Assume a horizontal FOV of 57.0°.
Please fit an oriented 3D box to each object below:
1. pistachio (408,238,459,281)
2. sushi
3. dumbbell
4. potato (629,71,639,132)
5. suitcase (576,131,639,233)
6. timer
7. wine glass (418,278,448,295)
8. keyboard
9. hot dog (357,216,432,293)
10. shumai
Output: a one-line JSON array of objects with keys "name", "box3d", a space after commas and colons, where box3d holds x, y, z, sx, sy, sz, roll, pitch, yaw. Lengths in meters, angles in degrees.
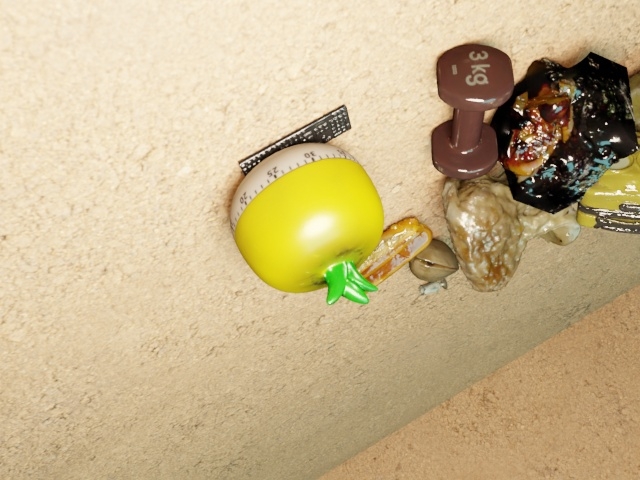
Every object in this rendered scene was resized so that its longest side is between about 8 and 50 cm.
[{"name": "pistachio", "box3d": [0.276, 0.053, 1.464, 0.185, 0.126, 0.108, 4, 109, -58]}, {"name": "sushi", "box3d": [0.446, -0.220, 1.145, 0.212, 0.215, 0.227, 20, 147, -11]}, {"name": "dumbbell", "box3d": [0.264, -0.223, 1.051, 0.124, 0.140, 0.225, 1, 149, 7]}, {"name": "potato", "box3d": [0.798, -0.281, 1.343, 0.326, 0.221, 0.243, -11, 142, -28]}, {"name": "suitcase", "box3d": [0.629, -0.129, 1.202, 0.193, 0.235, 0.143, 8, 138, 20]}, {"name": "timer", "box3d": [0.000, 0.000, 0.998, 0.285, 0.285, 0.285, -22, 148, -15]}, {"name": "wine glass", "box3d": [0.326, 0.136, 1.709, 0.083, 0.042, 0.039, -16, 108, -18]}, {"name": "keyboard", "box3d": [-0.040, -0.161, 0.998, 0.204, 0.013, 0.061, -29, 149, -4]}, {"name": "hot dog", "box3d": [0.139, 0.042, 1.382, 0.269, 0.072, 0.115, -38, 149, 13]}, {"name": "shumai", "box3d": [0.409, -0.042, 1.262, 0.262, 0.267, 0.314, -18, 155, 20]}]
